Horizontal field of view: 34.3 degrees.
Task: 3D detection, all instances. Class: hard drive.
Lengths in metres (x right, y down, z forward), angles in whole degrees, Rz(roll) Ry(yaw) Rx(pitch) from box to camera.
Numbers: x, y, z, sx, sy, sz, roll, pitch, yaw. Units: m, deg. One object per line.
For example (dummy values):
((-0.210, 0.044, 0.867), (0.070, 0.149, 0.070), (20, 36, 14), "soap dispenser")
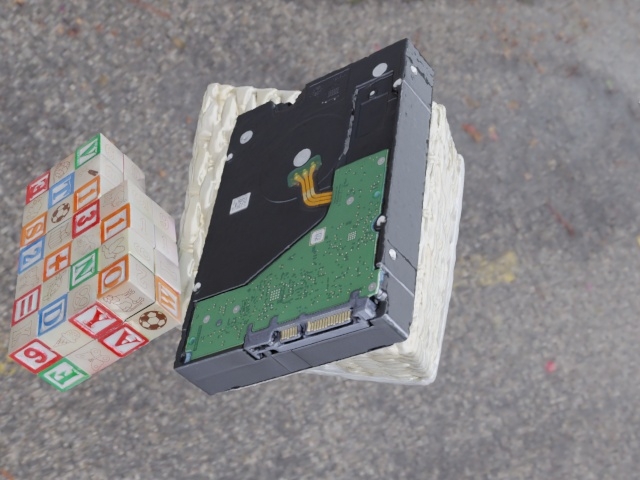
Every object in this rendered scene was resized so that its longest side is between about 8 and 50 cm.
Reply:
((-0.008, -0.027, 1.017), (0.064, 0.237, 0.339), (44, 40, -35), "hard drive")

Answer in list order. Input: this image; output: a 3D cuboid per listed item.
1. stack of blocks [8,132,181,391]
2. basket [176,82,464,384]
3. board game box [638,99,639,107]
((-0.262, 0.008, 1.216), (0.087, 0.171, 0.297), (46, 21, -38), "stack of blocks")
((0.000, 0.000, 1.322), (0.266, 0.328, 0.331), (48, 49, -74), "basket")
((0.308, -0.133, 0.794), (0.026, 0.154, 0.103), (36, -4, 36), "board game box")
